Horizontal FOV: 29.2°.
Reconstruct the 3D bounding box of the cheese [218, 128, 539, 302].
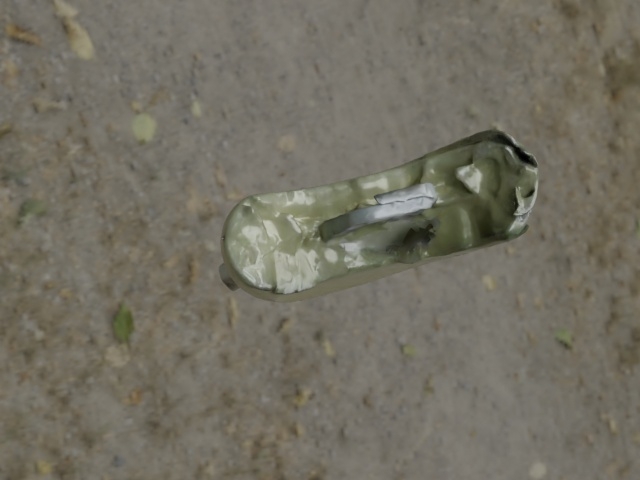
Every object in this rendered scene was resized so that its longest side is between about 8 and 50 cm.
[{"bbox_3d":[0.000,0.001,0.587,0.127,0.235,0.049,-15,88,-18],"label":"cheese"}]
